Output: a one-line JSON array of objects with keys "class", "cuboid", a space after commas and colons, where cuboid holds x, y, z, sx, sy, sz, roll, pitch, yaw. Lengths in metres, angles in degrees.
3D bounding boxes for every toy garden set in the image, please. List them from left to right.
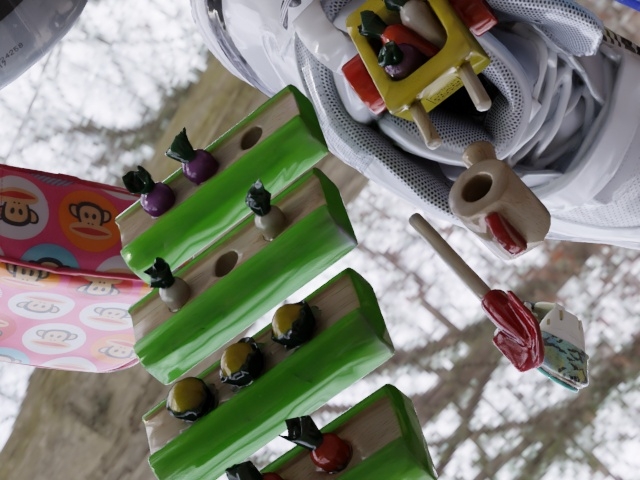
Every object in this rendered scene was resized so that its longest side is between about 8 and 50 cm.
[{"class": "toy garden set", "cuboid": [0.000, 0.000, 0.612, 0.049, 0.203, 0.244, 43, -162, -36]}]

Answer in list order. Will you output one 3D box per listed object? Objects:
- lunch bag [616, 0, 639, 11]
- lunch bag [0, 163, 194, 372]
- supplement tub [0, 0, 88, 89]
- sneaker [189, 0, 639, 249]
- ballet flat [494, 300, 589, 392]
[{"class": "lunch bag", "cuboid": [0.169, -0.158, 0.640, 0.096, 0.129, 0.151, 36, -177, -41]}, {"class": "lunch bag", "cuboid": [-0.285, 0.044, 1.491, 0.293, 0.258, 0.120, 13, -126, -27]}, {"class": "supplement tub", "cuboid": [-0.170, -0.143, 0.536, 0.190, 0.117, 0.117, 60, -157, -44]}, {"class": "sneaker", "cuboid": [0.111, -0.063, 0.834, 0.365, 0.137, 0.210, 23, -169, -23]}, {"class": "ballet flat", "cuboid": [0.202, 0.086, 1.373, 0.070, 0.070, 0.188, 23, -178, -13]}]
